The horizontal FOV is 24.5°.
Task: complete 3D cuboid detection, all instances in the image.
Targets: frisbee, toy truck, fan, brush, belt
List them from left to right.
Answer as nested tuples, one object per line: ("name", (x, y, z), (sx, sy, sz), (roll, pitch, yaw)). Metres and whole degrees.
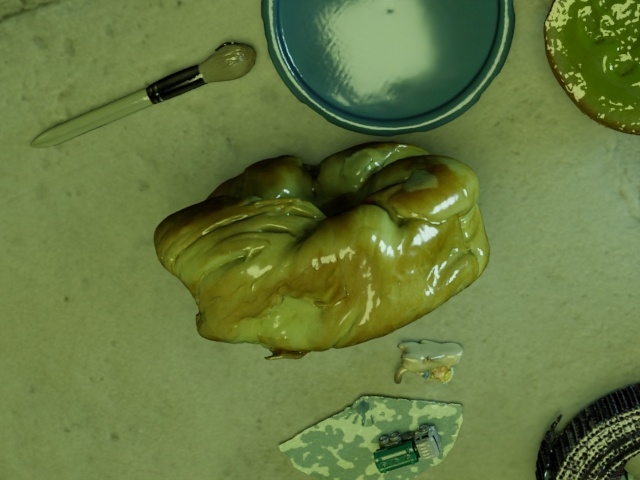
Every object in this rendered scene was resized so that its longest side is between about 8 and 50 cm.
("brush", (-0.213, -0.169, 1.739), (0.299, 0.039, 0.042), (-19, 143, 12))
("fan", (0.067, 0.254, 1.855), (0.240, 0.009, 0.131), (-13, 106, 8))
("frisbee", (0.076, -0.261, 1.681), (0.289, 0.049, 0.290), (2, 110, 5))
("toy truck", (0.108, 0.260, 1.828), (0.083, 0.044, 0.039), (-18, 110, 10))
("belt", (0.429, 0.301, 1.787), (0.324, 0.122, 0.260), (-14, 98, 6))

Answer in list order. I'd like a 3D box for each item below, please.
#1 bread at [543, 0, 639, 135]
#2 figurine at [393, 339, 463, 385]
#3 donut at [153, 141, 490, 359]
("bread", (0.365, -0.226, 1.629), (0.236, 0.070, 0.236), (1, 94, 18))
("figurine", (0.132, 0.152, 1.806), (0.083, 0.047, 0.051), (1, 122, -3))
("donut", (0.000, 0.000, 1.612), (0.360, 0.360, 0.170), (-11, 108, 7))
